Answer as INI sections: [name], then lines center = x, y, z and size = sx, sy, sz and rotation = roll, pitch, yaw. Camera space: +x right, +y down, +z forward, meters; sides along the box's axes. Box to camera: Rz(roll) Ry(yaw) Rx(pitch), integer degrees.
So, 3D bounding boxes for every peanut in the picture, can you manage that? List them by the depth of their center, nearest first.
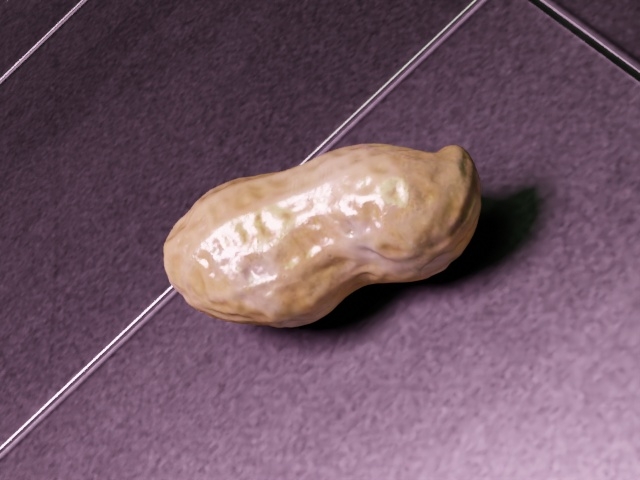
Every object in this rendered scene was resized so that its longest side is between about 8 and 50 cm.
[peanut]
center = 0.000, 0.000, 0.758
size = 0.174, 0.080, 0.080
rotation = -17, 46, 29
